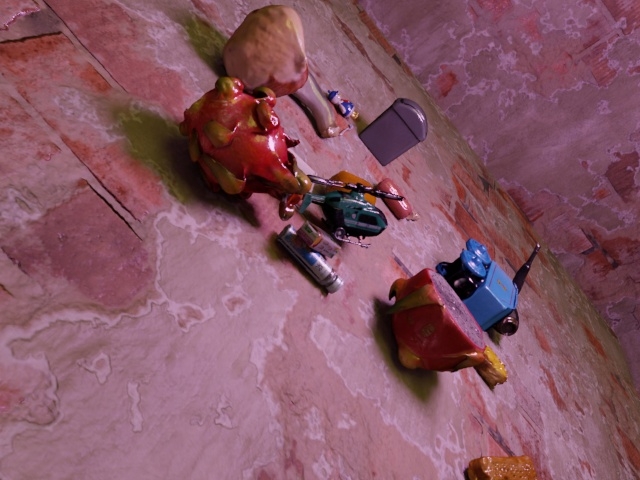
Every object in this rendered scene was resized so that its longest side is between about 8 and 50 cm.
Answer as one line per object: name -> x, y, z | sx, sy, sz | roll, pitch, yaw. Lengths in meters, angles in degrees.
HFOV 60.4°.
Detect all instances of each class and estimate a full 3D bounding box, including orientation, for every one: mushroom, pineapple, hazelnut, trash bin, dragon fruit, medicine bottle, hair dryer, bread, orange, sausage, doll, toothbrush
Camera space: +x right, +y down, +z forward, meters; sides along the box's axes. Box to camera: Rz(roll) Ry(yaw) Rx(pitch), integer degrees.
mushroom -> -0.025, -0.452, 1.778 | 0.278, 0.099, 0.096 | 55, 34, -6
pineapple -> 0.526, 0.393, 1.739 | 0.116, 0.069, 0.137 | 24, 32, -35
hazelnut -> -0.129, -0.516, 1.523 | 0.261, 0.261, 0.241 | 21, 12, -45
trash bin -> 0.282, -0.409, 2.037 | 0.177, 0.236, 0.101 | 48, 30, -12
dragon fruit -> -0.150, -0.195, 1.181 | 0.307, 0.227, 0.243 | 20, 48, -50
medicine bottle -> -0.024, 0.045, 1.291 | 0.191, 0.051, 0.051 | 47, 29, -16
hair dryer -> 0.700, 0.146, 1.986 | 0.120, 0.360, 0.304 | 20, 27, -2
bread -> 0.470, 0.616, 1.391 | 0.270, 0.077, 0.139 | 19, 48, -45
dragon fruit -> 0.288, 0.221, 1.448 | 0.290, 0.189, 0.291 | 46, 22, -25
orange -> 0.081, -0.124, 1.559 | 0.156, 0.134, 0.156 | 28, -5, 3
sausage -> 0.255, -0.143, 1.896 | 0.154, 0.062, 0.062 | 52, 29, -4
doll -> 0.080, -0.504, 2.030 | 0.143, 0.057, 0.099 | 41, 32, -13
toothbrush -> 0.093, -0.394, 1.972 | 0.017, 0.014, 0.162 | 63, 27, -14

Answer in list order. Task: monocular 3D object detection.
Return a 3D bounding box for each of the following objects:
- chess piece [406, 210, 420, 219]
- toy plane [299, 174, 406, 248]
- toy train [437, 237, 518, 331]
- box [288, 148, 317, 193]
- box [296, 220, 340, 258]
chess piece -> 0.340, -0.089, 1.997 | 0.092, 0.035, 0.035 | 7, 53, -58
toy plane -> 0.046, -0.091, 1.425 | 0.381, 0.155, 0.106 | 14, 20, -23
toy train -> 0.520, 0.151, 1.834 | 0.265, 0.188, 0.300 | 48, 26, 4
box -> -0.093, -0.212, 1.485 | 0.198, 0.029, 0.109 | 42, 31, -19
box -> 0.000, 0.000, 1.306 | 0.050, 0.041, 0.207 | 46, 4, 17
